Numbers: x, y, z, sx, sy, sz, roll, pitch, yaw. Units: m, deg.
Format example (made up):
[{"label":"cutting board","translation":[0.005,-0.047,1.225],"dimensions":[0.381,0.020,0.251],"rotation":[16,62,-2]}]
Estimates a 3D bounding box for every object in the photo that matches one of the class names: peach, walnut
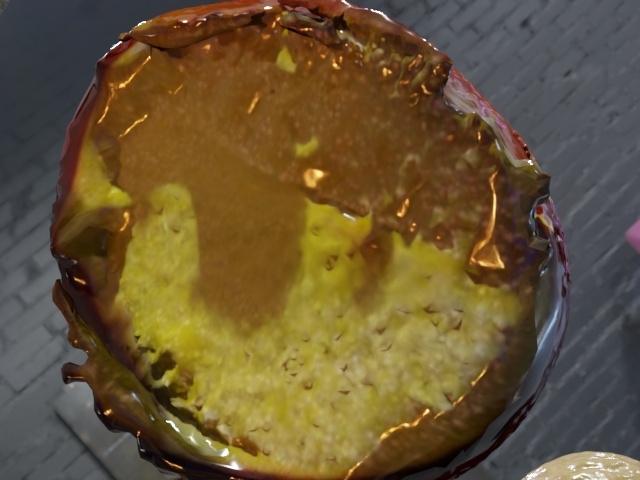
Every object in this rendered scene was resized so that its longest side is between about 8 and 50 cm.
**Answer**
[{"label":"peach","translation":[0.000,0.000,0.728],"dimensions":[0.339,0.353,0.416],"rotation":[-68,28,15]},{"label":"walnut","translation":[0.323,0.348,1.170],"dimensions":[0.213,0.213,0.213],"rotation":[-43,-5,-5]}]

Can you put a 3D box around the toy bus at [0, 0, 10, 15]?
[{"label":"toy bus","translation":[-0.345,-0.318,0.975],"dimensions":[0.147,0.128,0.256],"rotation":[5,67,55]}]
